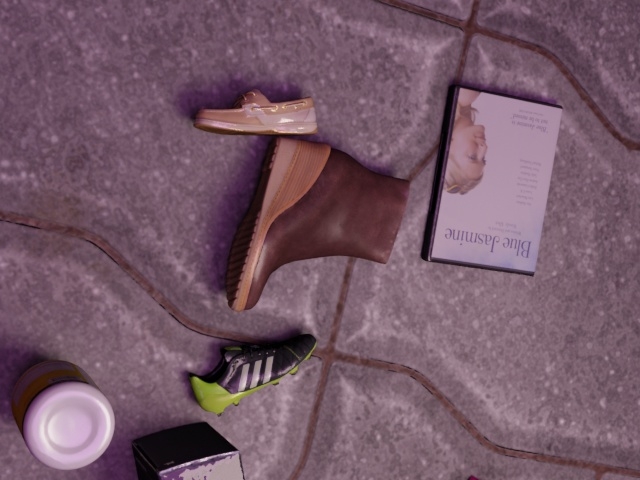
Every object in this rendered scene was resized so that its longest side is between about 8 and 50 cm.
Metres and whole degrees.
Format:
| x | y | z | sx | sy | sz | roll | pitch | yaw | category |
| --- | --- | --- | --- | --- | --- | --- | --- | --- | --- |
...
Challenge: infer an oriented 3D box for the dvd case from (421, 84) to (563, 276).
| x | y | z | sx | sy | sz | roll | pitch | yaw | category |
| --- | --- | --- | --- | --- | --- | --- | --- | --- | --- |
| 0.246 | -0.083 | 1.633 | 0.180 | 0.022 | 0.253 | 8 | 93 | -22 | dvd case |

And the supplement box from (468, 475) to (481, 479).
| x | y | z | sx | sy | sz | roll | pitch | yaw | category |
| --- | --- | --- | --- | --- | --- | --- | --- | --- | --- |
| 0.218 | 0.467 | 1.635 | 0.111 | 0.114 | 0.220 | 39 | 83 | -20 | supplement box |

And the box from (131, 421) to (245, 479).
| x | y | z | sx | sy | sz | roll | pitch | yaw | category |
| --- | --- | --- | --- | --- | --- | --- | --- | --- | --- |
| -0.157 | 0.355 | 1.454 | 0.108 | 0.153 | 0.207 | -12 | 101 | -20 | box |

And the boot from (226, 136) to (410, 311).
| x | y | z | sx | sy | sz | roll | pitch | yaw | category |
| --- | --- | --- | --- | --- | --- | --- | --- | --- | --- |
| 0.000 | 0.000 | 1.508 | 0.207 | 0.090 | 0.248 | 21 | 85 | -20 | boot |

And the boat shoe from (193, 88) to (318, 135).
| x | y | z | sx | sy | sz | roll | pitch | yaw | category |
| --- | --- | --- | --- | --- | --- | --- | --- | --- | --- |
| -0.084 | -0.166 | 1.477 | 0.170 | 0.063 | 0.059 | -1 | 92 | -29 | boat shoe |

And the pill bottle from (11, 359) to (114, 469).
| x | y | z | sx | sy | sz | roll | pitch | yaw | category |
| --- | --- | --- | --- | --- | --- | --- | --- | --- | --- |
| -0.311 | 0.200 | 1.359 | 0.103 | 0.184 | 0.103 | -2 | 97 | -21 | pill bottle |

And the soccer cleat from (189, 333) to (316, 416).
| x | y | z | sx | sy | sz | roll | pitch | yaw | category |
| --- | --- | --- | --- | --- | --- | --- | --- | --- | --- |
| -0.088 | 0.162 | 1.511 | 0.179 | 0.060 | 0.072 | -30 | 104 | -13 | soccer cleat |
